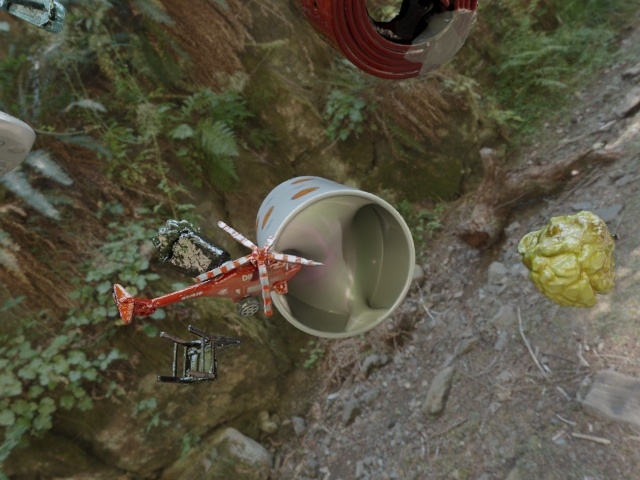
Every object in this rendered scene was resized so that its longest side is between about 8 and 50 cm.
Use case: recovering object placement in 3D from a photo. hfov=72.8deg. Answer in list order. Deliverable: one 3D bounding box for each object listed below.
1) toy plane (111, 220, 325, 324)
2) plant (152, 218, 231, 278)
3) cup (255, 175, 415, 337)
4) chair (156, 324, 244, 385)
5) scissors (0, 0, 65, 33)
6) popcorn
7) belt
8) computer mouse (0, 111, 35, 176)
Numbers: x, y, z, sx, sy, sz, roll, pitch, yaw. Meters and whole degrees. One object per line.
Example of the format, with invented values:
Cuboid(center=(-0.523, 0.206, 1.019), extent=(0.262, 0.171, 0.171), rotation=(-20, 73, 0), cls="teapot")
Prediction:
Cuboid(center=(-0.102, 0.053, 0.458), extent=(0.194, 0.126, 0.077), rotation=(-37, -23, -37), cls="toy plane")
Cuboid(center=(-0.235, 0.020, 0.776), extent=(0.095, 0.143, 0.092), rotation=(-61, -15, 9), cls="plant")
Cuboid(center=(0.000, 0.000, 0.741), extent=(0.212, 0.212, 0.317), rotation=(-42, 18, 0), cls="cup")
Cuboid(center=(-0.240, 0.252, 0.920), extent=(0.084, 0.212, 0.102), rotation=(-14, 64, 19), cls="chair")
Cuboid(center=(-0.470, -0.384, 0.653), extent=(0.032, 0.392, 0.180), rotation=(3, -63, -56), cls="scissors")
Cuboid(center=(0.434, 0.029, 0.744), extent=(0.174, 0.173, 0.142), rotation=(-53, 8, -36), cls="popcorn")
Cuboid(center=(0.121, -0.393, 0.717), extent=(0.115, 0.323, 0.228), rotation=(55, 130, 37), cls="belt")
Cuboid(center=(-0.662, -0.175, 0.788), extent=(0.296, 0.121, 0.184), rotation=(-28, -19, 29), cls="computer mouse")
